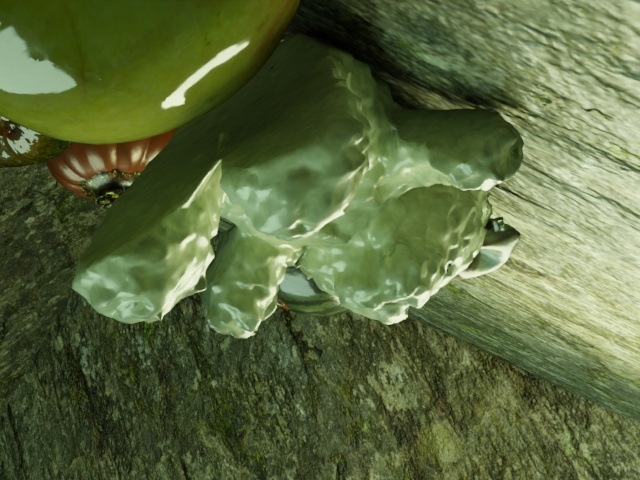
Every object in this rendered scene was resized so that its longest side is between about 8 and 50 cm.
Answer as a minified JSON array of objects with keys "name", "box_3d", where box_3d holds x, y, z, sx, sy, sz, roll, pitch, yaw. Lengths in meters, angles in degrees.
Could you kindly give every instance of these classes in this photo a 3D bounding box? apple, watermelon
[{"name":"apple","box_3d":[-0.134,-0.160,0.432,0.260,0.194,0.261,32,179,1]},{"name":"watermelon","box_3d":[0.000,0.000,1.072,0.212,0.212,0.212,27,174,3]}]

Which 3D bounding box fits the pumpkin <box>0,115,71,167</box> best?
[{"name":"pumpkin","box_3d":[-0.433,-0.198,1.070,0.260,0.189,0.260,-1,143,-1]}]

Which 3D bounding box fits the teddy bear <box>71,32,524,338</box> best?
[{"name":"teddy bear","box_3d":[0.036,0.015,0.687,0.362,0.327,0.375,52,-159,-24]}]

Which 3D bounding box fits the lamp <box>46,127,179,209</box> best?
[{"name":"lamp","box_3d":[-0.329,-0.151,1.295,0.223,0.197,0.223,-8,162,-3]}]
